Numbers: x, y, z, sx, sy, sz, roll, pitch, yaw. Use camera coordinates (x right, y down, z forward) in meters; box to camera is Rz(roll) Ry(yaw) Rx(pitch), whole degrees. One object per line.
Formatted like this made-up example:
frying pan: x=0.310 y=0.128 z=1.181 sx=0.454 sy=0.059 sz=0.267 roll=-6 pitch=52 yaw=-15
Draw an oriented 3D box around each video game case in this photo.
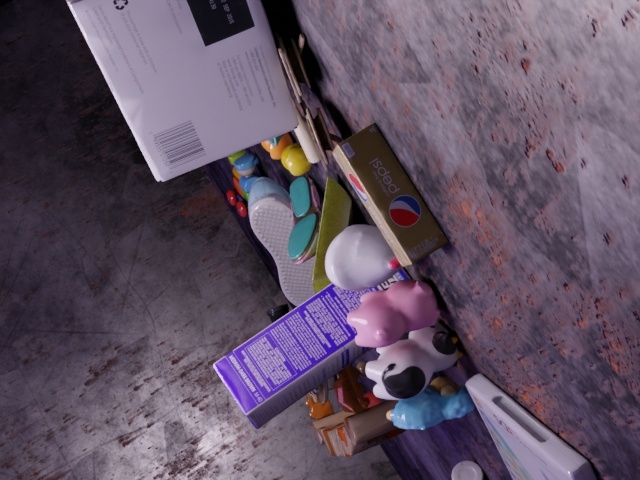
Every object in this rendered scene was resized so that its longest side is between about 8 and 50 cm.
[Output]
video game case: x=0.345 y=0.377 z=1.382 sx=0.329 sy=0.036 sz=0.300 roll=61 pitch=172 yaw=-22

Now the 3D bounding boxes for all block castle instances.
block castle: x=0.082 y=0.252 z=1.930 sx=0.453 sy=0.213 sz=0.303 roll=129 pitch=121 yaw=-75

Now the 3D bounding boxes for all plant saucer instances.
plant saucer: x=0.026 y=0.011 z=1.648 sx=0.188 sy=0.045 sz=0.188 roll=82 pitch=-165 yaw=-70

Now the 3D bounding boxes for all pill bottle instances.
pill bottle: x=0.305 y=0.501 z=1.981 sx=0.065 sy=0.065 sz=0.116 roll=53 pitch=171 yaw=33

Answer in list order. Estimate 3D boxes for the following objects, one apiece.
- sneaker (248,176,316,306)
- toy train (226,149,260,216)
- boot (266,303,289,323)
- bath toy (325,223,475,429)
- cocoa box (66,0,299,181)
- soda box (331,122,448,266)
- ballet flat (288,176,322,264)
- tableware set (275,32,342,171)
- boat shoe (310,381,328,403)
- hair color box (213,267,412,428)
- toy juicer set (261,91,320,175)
sneaker: x=-0.059 y=-0.001 z=2.192 sx=0.150 sy=0.135 sz=0.366 roll=-101 pitch=-9 yaw=-49
toy train: x=-0.200 y=-0.169 z=2.439 sx=0.248 sy=0.105 sz=0.143 roll=-135 pitch=26 yaw=-59
boot: x=-0.069 y=0.179 z=1.868 sx=0.121 sy=0.045 sz=0.099 roll=97 pitch=154 yaw=-78
bath toy: x=0.128 y=0.123 z=1.448 sx=0.129 sy=0.151 sz=0.348 roll=-4 pitch=123 yaw=36
cocoa box: x=-0.200 y=-0.302 z=1.337 sx=0.347 sy=0.231 sz=0.228 roll=71 pitch=175 yaw=-52
soda box: x=0.088 y=-0.056 z=1.243 sx=0.181 sy=0.058 sz=0.061 roll=59 pitch=172 yaw=1
ballet flat: x=-0.016 y=-0.029 z=1.796 sx=0.079 sy=0.077 sz=0.221 roll=40 pitch=-151 yaw=-33
tableware set: x=-0.010 y=-0.201 z=1.361 sx=0.128 sy=0.039 sz=0.194 roll=-101 pitch=-10 yaw=-67
boat shoe: x=-0.020 y=0.237 z=1.741 sx=0.056 sy=0.048 sz=0.153 roll=-126 pitch=22 yaw=-50
hair color box: x=-0.002 y=0.165 z=1.597 sx=0.110 sy=0.339 sz=0.185 roll=55 pitch=171 yaw=16
toy juicer set: x=-0.086 y=-0.194 z=1.667 sx=0.209 sy=0.089 sz=0.329 roll=61 pitch=171 yaw=-15
